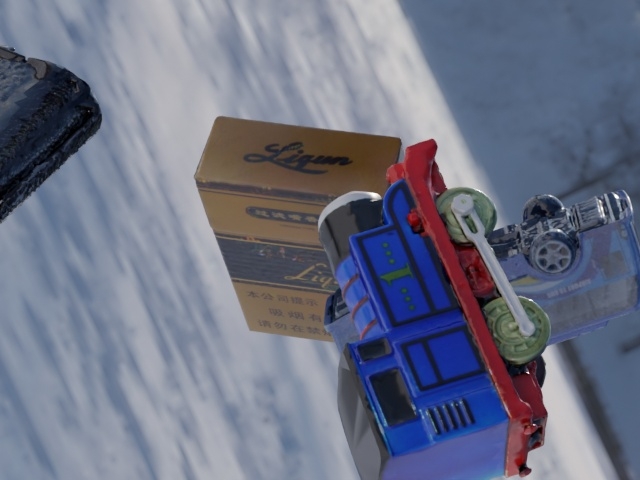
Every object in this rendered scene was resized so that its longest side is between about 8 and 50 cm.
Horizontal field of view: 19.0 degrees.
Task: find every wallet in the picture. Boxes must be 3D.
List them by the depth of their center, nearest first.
[{"bbox_3d":[-0.309,-0.060,1.269,0.221,0.262,0.071,-54,154,-46],"label":"wallet"}]

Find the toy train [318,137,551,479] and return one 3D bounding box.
[{"bbox_3d":[0.062,0.049,1.155,0.082,0.131,0.204,84,-13,-57],"label":"toy train"}]

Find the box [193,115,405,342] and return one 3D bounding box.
[{"bbox_3d":[0.000,-0.001,1.531,0.237,0.152,0.070,74,28,-58],"label":"box"}]

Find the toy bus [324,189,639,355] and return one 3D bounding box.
[{"bbox_3d":[0.122,0.038,1.401,0.079,0.237,0.094,-89,159,-65],"label":"toy bus"}]
